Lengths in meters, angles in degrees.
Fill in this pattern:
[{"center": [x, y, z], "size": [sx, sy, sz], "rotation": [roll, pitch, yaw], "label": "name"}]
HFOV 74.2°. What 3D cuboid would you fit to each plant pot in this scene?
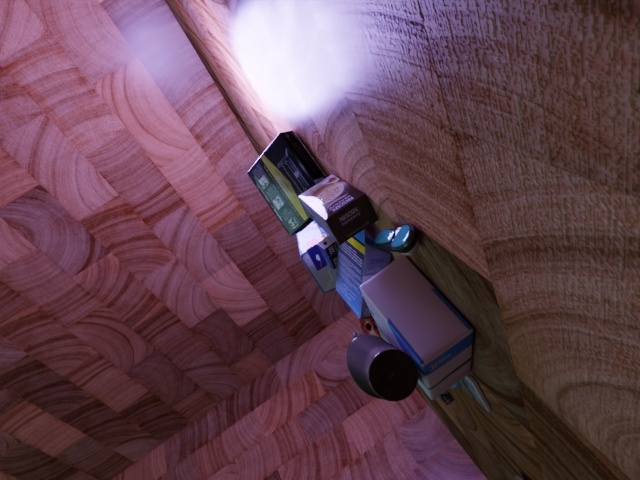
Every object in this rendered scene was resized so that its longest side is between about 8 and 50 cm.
[{"center": [0.245, 0.311, 1.780], "size": [0.174, 0.191, 0.191], "rotation": [57, 175, 12], "label": "plant pot"}]

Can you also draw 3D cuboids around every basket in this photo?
[{"center": [0.172, 0.353, 1.158], "size": [0.204, 0.154, 0.227], "rotation": [52, 170, 7], "label": "basket"}]

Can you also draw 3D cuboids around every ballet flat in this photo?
[{"center": [0.199, 0.002, 1.032], "size": [0.074, 0.074, 0.203], "rotation": [56, 168, -8], "label": "ballet flat"}]

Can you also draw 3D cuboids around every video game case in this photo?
[{"center": [0.511, 0.493, 1.453], "size": [0.157, 0.019, 0.143], "rotation": [57, 175, -23], "label": "video game case"}]

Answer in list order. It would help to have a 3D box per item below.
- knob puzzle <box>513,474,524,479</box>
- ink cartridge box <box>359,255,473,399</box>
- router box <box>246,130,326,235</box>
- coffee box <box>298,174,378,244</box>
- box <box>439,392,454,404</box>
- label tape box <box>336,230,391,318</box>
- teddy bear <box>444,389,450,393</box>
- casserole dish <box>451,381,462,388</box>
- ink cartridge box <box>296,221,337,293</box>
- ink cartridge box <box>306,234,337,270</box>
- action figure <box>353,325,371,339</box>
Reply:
[{"center": [0.808, 0.960, 1.588], "size": [0.213, 0.030, 0.213], "rotation": [55, 175, 7], "label": "knob puzzle"}, {"center": [0.292, 0.273, 1.258], "size": [0.285, 0.166, 0.395], "rotation": [52, 174, 36], "label": "ink cartridge box"}, {"center": [-0.108, -0.208, 1.574], "size": [0.081, 0.243, 0.308], "rotation": [-28, -98, -50], "label": "router box"}, {"center": [0.048, -0.102, 1.294], "size": [0.098, 0.141, 0.246], "rotation": [59, 172, -30], "label": "coffee box"}, {"center": [0.551, 0.682, 2.094], "size": [0.233, 0.044, 0.159], "rotation": [56, 175, 1], "label": "box"}, {"center": [0.141, 0.062, 1.448], "size": [0.240, 0.106, 0.333], "rotation": [-135, 43, -63], "label": "label tape box"}, {"center": [0.440, 0.539, 1.870], "size": [0.338, 0.113, 0.245], "rotation": [57, 172, -20], "label": "teddy bear"}, {"center": [0.505, 0.536, 1.673], "size": [0.114, 0.037, 0.188], "rotation": [54, 175, 22], "label": "casserole dish"}, {"center": [0.000, 0.000, 1.922], "size": [0.395, 0.151, 0.270], "rotation": [-100, -14, -50], "label": "ink cartridge box"}, {"center": [0.061, 0.035, 1.633], "size": [0.045, 0.208, 0.206], "rotation": [53, 175, 28], "label": "ink cartridge box"}, {"center": [0.237, 0.410, 1.976], "size": [0.141, 0.276, 0.164], "rotation": [54, 174, 11], "label": "action figure"}]
